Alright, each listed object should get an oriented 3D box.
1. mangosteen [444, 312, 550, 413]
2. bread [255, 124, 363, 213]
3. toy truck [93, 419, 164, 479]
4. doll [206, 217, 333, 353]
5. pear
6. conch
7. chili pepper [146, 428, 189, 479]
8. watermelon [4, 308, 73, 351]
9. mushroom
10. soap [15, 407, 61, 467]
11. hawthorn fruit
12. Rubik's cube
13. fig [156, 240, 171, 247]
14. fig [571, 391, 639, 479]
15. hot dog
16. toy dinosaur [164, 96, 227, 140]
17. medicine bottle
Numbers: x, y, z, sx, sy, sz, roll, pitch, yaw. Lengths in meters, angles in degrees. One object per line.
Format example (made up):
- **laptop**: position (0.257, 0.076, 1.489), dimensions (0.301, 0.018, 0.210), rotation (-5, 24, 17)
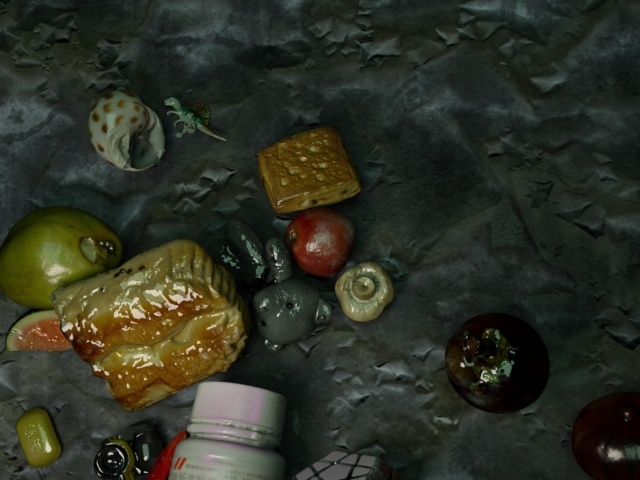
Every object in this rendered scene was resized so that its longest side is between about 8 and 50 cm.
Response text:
- **mangosteen**: position (0.385, 0.266, 1.673), dimensions (0.231, 0.289, 0.231), rotation (-5, 74, 19)
- **bread**: position (-0.032, -0.168, 1.883), dimensions (0.235, 0.099, 0.210), rotation (-18, 60, -8)
- **toy truck**: position (-0.424, 0.543, 1.755), dimensions (0.165, 0.147, 0.224), rotation (-21, 78, -24)
- **doll**: position (-0.147, 0.111, 1.801), dimensions (0.340, 0.158, 0.246), rotation (48, 116, 2)
- **pear**: position (-0.630, 0.043, 1.824), dimensions (0.321, 0.269, 0.269), rotation (-14, 76, 16)
- **conch**: position (-0.503, -0.291, 1.941), dimensions (0.149, 0.183, 0.275), rotation (-17, 63, 44)
- **chili pepper**: position (-0.355, 0.520, 1.703), dimensions (0.050, 0.059, 0.268), rotation (21, 43, 1)
- **watermelon**: position (-0.670, 0.218, 1.886), dimensions (0.245, 0.063, 0.119), rotation (-8, 95, -3)
- **mushroom**: position (0.106, 0.122, 1.815), dimensions (0.148, 0.112, 0.148), rotation (0, 69, 0)
- **soap**: position (-0.683, 0.477, 1.830), dimensions (0.089, 0.045, 0.140), rotation (-27, 76, 2)
- **hawthorn fruit**: position (0.000, 0.000, 1.826), dimensions (0.173, 0.173, 0.173), rotation (-1, 77, 4)
- **Rubik's cube**: position (0.065, 0.612, 1.626), dimensions (0.319, 0.319, 0.264), rotation (21, 54, 9)
- **fig**: position (-0.332, 0.125, 1.836), dimensions (0.151, 0.151, 0.259), rotation (-33, 81, -3)
- **fig**: position (0.672, 0.445, 1.648), dimensions (0.235, 0.235, 0.214), rotation (12, 116, 7)
- **hot dog**: position (-0.347, 0.178, 1.719), dimensions (0.365, 0.196, 0.367), rotation (-23, 119, 12)
- **toy dinosaur**: position (-0.326, -0.320, 1.990), dimensions (0.187, 0.044, 0.106), rotation (7, 62, 7)
- **medicine bottle**: position (-0.200, 0.494, 1.680), dimensions (0.256, 0.256, 0.325), rotation (7, 70, 6)
